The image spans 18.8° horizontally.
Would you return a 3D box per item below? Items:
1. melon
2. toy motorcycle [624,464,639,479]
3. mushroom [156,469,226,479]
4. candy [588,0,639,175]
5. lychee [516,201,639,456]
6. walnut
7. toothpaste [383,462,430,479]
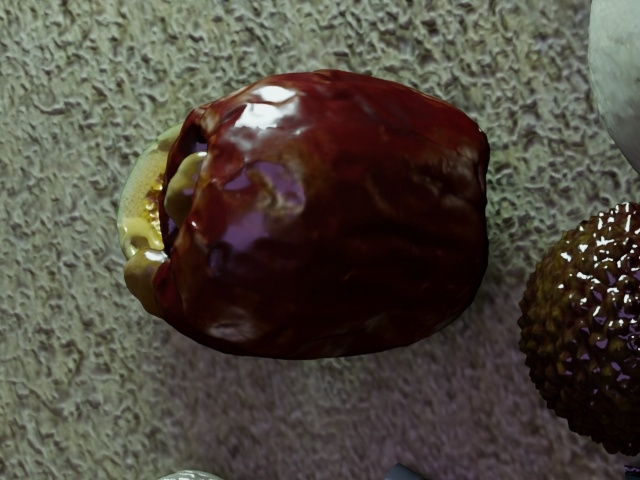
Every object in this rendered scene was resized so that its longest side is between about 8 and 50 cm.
[{"bbox_3d":[-0.097,-0.027,1.566,0.128,0.079,0.160,20,93,35],"label":"melon"},{"bbox_3d":[0.272,0.239,1.440,0.100,0.058,0.173,-16,80,10],"label":"toy motorcycle"},{"bbox_3d":[-0.062,0.258,1.523,0.247,0.096,0.108,29,71,14],"label":"mushroom"},{"bbox_3d":[0.326,-0.141,1.383,0.295,0.185,0.295,-2,82,13],"label":"candy"},{"bbox_3d":[0.228,0.071,1.393,0.188,0.188,0.188,-1,86,17],"label":"lychee"},{"bbox_3d":[0.000,0.000,1.447,0.221,0.269,0.244,-111,36,-48],"label":"walnut"},{"bbox_3d":[0.137,0.239,1.491,0.205,0.036,0.056,30,135,16],"label":"toothpaste"}]
